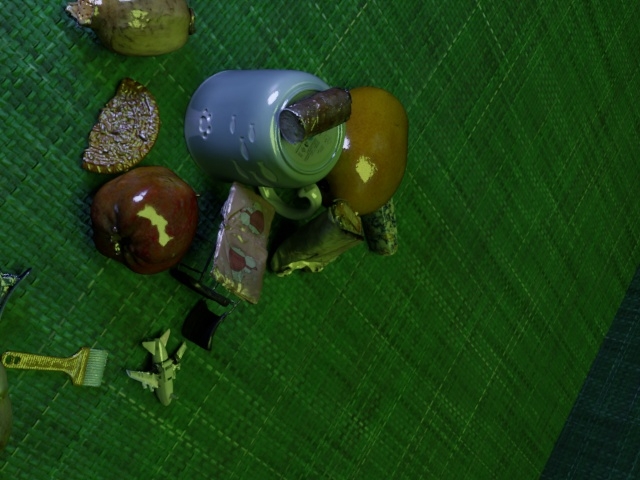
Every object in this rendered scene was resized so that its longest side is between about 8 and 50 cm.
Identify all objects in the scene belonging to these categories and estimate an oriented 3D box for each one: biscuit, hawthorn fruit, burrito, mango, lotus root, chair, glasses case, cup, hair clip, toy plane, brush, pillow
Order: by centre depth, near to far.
[{"bbox_3d":[-0.593,0.156,1.361,0.070,0.039,0.229,10,96,-24],"label":"hair clip"},{"bbox_3d":[-0.345,-0.433,1.408,0.257,0.140,0.154,-14,114,-46],"label":"lotus root"},{"bbox_3d":[-0.382,-0.218,1.440,0.025,0.126,0.206,87,23,-78],"label":"biscuit"},{"bbox_3d":[-0.528,0.247,1.457,0.218,0.010,0.082,15,88,-42],"label":"brush"},{"bbox_3d":[-0.328,-0.050,1.465,0.248,0.208,0.207,-43,126,-51],"label":"hawthorn fruit"},{"bbox_3d":[-0.164,0.003,1.532,0.135,0.049,0.248,37,46,-39],"label":"pillow"},{"bbox_3d":[-0.093,-0.197,1.592,0.259,0.275,0.356,-38,121,-31],"label":"cup"},{"bbox_3d":[-0.256,0.109,1.599,0.145,0.140,0.221,37,77,-37],"label":"chair"},{"bbox_3d":[-0.346,0.285,1.599,0.162,0.066,0.171,-27,111,-49],"label":"toy plane"},{"bbox_3d":[0.010,-0.004,1.715,0.175,0.348,0.107,-20,77,-35],"label":"burrito"},{"bbox_3d":[0.102,-0.232,1.809,0.264,0.221,0.378,48,52,-25],"label":"mango"},{"bbox_3d":[0.155,-0.076,1.976,0.065,0.087,0.247,-32,120,-40],"label":"glasses case"}]

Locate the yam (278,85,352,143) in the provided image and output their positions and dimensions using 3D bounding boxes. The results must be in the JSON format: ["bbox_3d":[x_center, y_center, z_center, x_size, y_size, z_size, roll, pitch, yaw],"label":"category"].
[{"bbox_3d":[-0.007,-0.245,1.423,0.141,0.079,0.079,-29,117,-34],"label":"yam"}]

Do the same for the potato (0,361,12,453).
[{"bbox_3d":[-0.616,0.293,1.289,0.157,0.157,0.193,15,89,-43],"label":"potato"}]
